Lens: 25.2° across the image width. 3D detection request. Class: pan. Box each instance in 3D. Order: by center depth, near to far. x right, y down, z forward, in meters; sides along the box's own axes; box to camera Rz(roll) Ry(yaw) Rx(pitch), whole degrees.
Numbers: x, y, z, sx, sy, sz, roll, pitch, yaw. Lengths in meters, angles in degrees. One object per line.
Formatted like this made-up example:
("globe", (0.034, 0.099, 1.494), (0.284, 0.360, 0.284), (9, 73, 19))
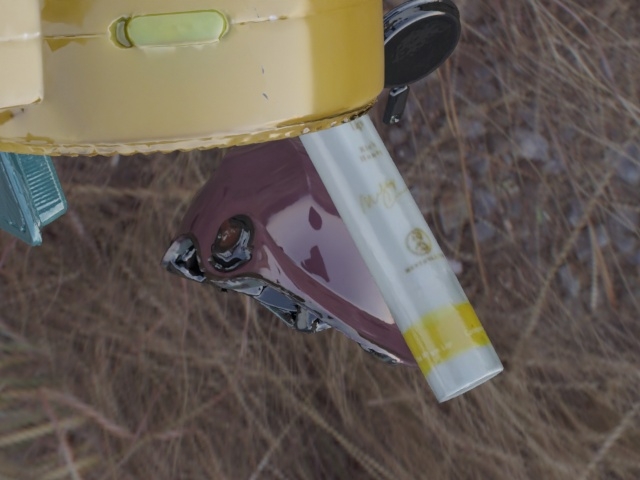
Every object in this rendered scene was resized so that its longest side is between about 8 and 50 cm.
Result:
("pan", (0.102, -0.200, 1.692), (0.136, 0.028, 0.235), (-22, 154, -15))

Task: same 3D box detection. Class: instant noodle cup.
("instant noodle cup", (-0.373, -0.090, 1.753), (0.070, 0.157, 0.179), (-25, 112, -22))

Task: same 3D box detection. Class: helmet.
("helmet", (0.000, 0.000, 1.507), (0.271, 0.338, 0.197), (29, 80, -33))

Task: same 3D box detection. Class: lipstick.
("lipstick", (0.054, -0.005, 1.100), (0.059, 0.059, 0.264), (-29, 79, 9))

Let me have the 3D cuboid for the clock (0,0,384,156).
("clock", (-0.125, -0.126, 0.693), (0.317, 0.244, 0.200), (-2, 107, -9))
